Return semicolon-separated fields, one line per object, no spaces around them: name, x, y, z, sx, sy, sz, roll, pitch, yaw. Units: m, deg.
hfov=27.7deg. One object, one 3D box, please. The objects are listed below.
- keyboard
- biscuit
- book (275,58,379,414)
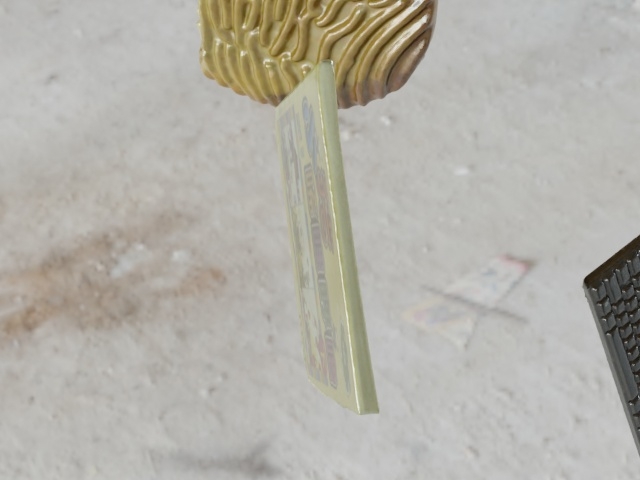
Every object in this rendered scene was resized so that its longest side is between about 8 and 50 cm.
keyboard;0.202;0.085;0.763;0.061;0.204;0.013;-37;33;-17
biscuit;-0.011;-0.157;0.824;0.176;0.229;0.031;25;56;7
book;0.000;0.000;0.691;0.013;0.168;0.192;-7;0;-8
